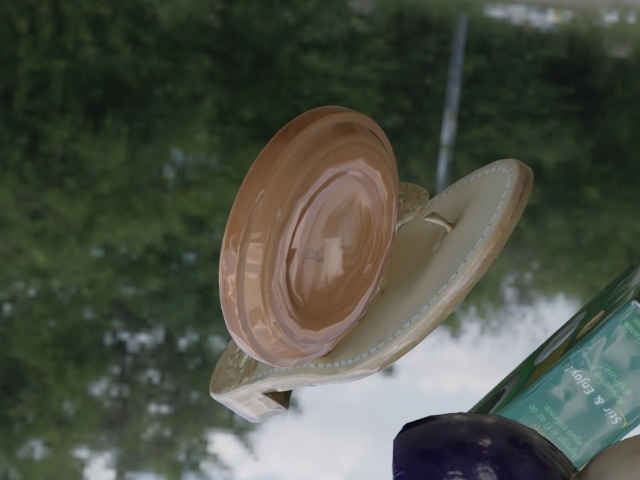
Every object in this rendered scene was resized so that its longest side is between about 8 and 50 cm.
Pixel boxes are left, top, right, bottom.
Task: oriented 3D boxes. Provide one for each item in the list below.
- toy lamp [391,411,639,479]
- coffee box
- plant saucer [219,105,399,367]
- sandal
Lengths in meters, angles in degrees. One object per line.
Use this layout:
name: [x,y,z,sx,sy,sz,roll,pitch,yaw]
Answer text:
toy lamp: [0.149,0.018,0.345,0.275,0.080,0.080,-26,170,17]
coffee box: [0.085,0.077,0.748,0.040,0.184,0.113,47,-156,2]
plant saucer: [0.000,0.000,0.575,0.013,0.083,0.083,19,-173,34]
sandal: [-0.010,0.013,0.789,0.079,0.088,0.240,33,148,-13]
